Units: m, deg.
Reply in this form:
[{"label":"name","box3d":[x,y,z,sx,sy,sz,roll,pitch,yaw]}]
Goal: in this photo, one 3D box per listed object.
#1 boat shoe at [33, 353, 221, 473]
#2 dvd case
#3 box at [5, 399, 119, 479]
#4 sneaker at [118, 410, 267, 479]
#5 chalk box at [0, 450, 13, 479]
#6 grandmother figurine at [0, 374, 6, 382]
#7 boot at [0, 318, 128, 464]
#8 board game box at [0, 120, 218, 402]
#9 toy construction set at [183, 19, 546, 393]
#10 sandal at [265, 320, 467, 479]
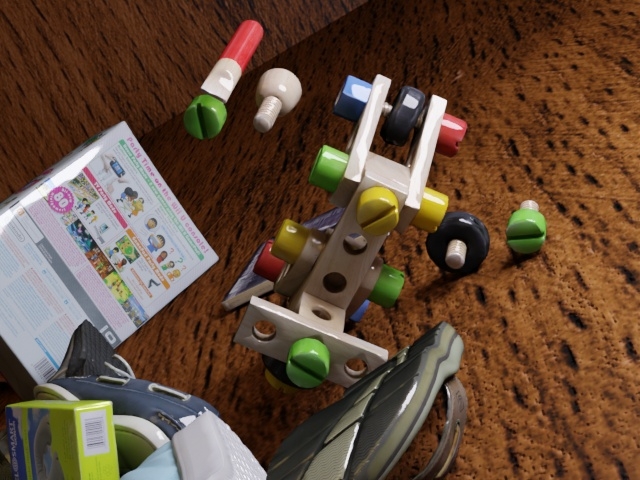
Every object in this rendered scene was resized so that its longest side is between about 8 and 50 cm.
[{"label":"boat shoe","box3d":[-0.186,0.162,1.299,0.079,0.095,0.254,-36,19,-31]},{"label":"dvd case","box3d":[0.000,0.000,1.603,0.221,0.018,0.164,-26,15,24]},{"label":"box","box3d":[-0.239,0.200,1.261,0.042,0.109,0.178,-5,-2,-34]},{"label":"sneaker","box3d":[-0.086,0.225,0.873,0.150,0.135,0.366,-40,6,-1]},{"label":"chalk box","box3d":[-0.375,0.273,1.260,0.132,0.132,0.213,-26,15,19]},{"label":"grandmother figurine","box3d":[-0.471,0.165,1.892,0.208,0.104,0.342,-8,-9,-44]},{"label":"boot","box3d":[-0.298,0.180,1.517,0.161,0.083,0.246,-37,13,4]},{"label":"board game box","box3d":[-0.310,0.026,1.750,0.303,0.224,0.097,-41,15,-30]},{"label":"toy construction set","box3d":[-0.004,-0.017,1.168,0.257,0.309,0.237,-34,17,27]},{"label":"sandal","box3d":[0.058,0.131,0.958,0.120,0.086,0.303,-32,-1,21]}]
